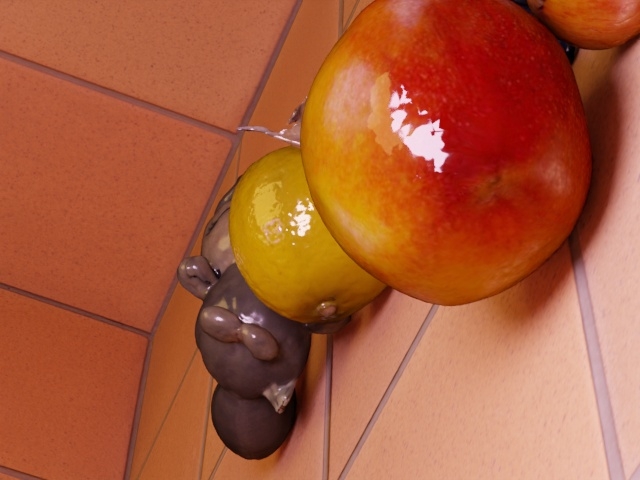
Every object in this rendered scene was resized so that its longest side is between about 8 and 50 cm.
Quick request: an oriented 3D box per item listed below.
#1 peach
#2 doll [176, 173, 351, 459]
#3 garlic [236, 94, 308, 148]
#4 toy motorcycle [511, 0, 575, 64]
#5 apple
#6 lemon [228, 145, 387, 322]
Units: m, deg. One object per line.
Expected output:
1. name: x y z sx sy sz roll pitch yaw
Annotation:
1. peach: 0.126 -0.091 1.704 0.332 0.308 0.308 -124 54 -68
2. doll: -0.096 0.092 2.594 0.378 0.252 0.382 118 174 -47
3. garlic: 0.083 -0.191 2.222 0.338 0.196 0.151 -44 6 6
4. toy motorcycle: 0.179 -0.234 1.982 0.232 0.172 0.416 -95 17 -51
5. apple: 0.265 -0.258 1.722 0.146 0.146 0.146 -161 90 -79
6. lemon: 0.000 0.000 2.323 0.240 0.240 0.219 128 138 -58
